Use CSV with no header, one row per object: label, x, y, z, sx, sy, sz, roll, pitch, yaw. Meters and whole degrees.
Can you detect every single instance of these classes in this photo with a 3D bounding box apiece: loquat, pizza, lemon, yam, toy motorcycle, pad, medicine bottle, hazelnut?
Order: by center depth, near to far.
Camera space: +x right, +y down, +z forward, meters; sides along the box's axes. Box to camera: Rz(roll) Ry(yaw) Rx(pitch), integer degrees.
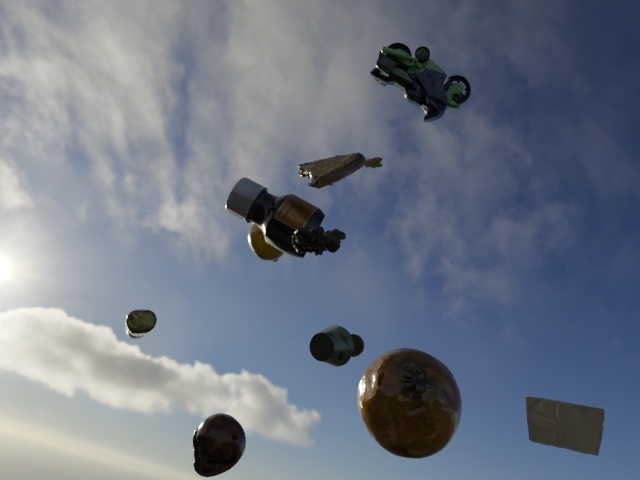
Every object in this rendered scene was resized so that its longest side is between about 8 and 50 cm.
pad,0.562,0.431,1.050,0.156,0.004,0.232,1,-46,29
yam,-0.536,0.250,1.338,0.081,0.081,0.357,26,-24,-16
loquat,0.274,0.494,1.397,0.329,0.328,0.328,12,-30,7
toy motorcycle,0.322,-0.512,1.493,0.331,0.196,0.125,30,-2,1
hazelnut,-0.342,0.681,1.495,0.178,0.178,0.204,29,-73,-20
pizza,0.008,-0.250,1.704,0.288,0.251,0.074,-6,-68,27
medicine bottle,-0.192,-0.108,1.889,0.395,0.242,0.242,30,-31,1
lemon,-0.264,-0.003,2.263,0.188,0.188,0.256,-6,-61,34

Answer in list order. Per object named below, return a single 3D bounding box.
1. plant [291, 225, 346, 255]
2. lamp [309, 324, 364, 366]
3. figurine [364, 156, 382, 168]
plant,0.000,0.000,1.184,0.174,0.087,0.085,1,-52,-43
lamp,0.053,0.314,1.359,0.121,0.121,0.215,-3,-10,30
figurine,0.219,-0.328,1.899,0.083,0.050,0.047,-2,-68,0
